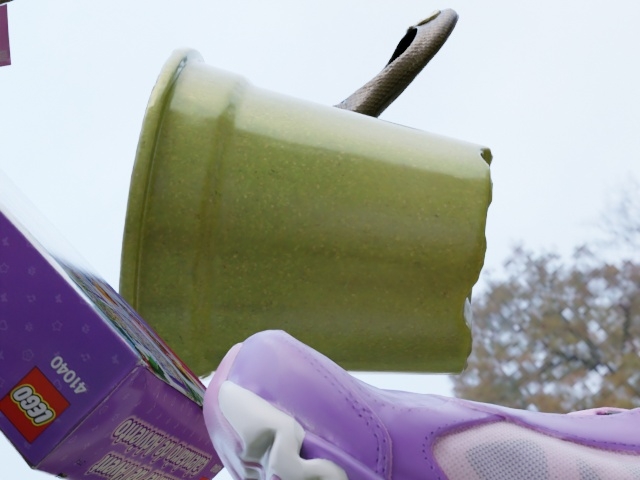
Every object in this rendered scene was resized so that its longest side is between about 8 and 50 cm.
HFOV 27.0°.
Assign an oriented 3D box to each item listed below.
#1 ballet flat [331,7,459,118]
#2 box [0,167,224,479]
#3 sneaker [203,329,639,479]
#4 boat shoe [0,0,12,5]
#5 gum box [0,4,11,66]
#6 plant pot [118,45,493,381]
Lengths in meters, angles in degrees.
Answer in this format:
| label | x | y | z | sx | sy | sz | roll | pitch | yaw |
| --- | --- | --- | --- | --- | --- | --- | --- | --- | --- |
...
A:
| label | x | y | z | sx | sy | sz | roll | pitch | yaw |
| --- | --- | --- | --- | --- | --- | --- | --- | --- | --- |
| ballet flat | 0.067 | -0.178 | 1.445 | 0.250 | 0.058 | 0.084 | -49 | 2 | -24 |
| box | -0.163 | -0.010 | 0.585 | 0.057 | 0.293 | 0.201 | -44 | -18 | -5 |
| sneaker | 0.083 | 0.079 | 0.371 | 0.104 | 0.236 | 0.095 | -61 | -6 | -15 |
| boat shoe | -0.345 | -0.221 | 0.994 | 0.355 | 0.130 | 0.132 | -25 | -70 | -50 |
| gum box | -0.380 | -0.213 | 1.223 | 0.062 | 0.188 | 0.107 | -27 | -60 | -62 |
| plant pot | 0.000 | 0.000 | 1.042 | 0.254 | 0.276 | 0.276 | 7 | -48 | 5 |
